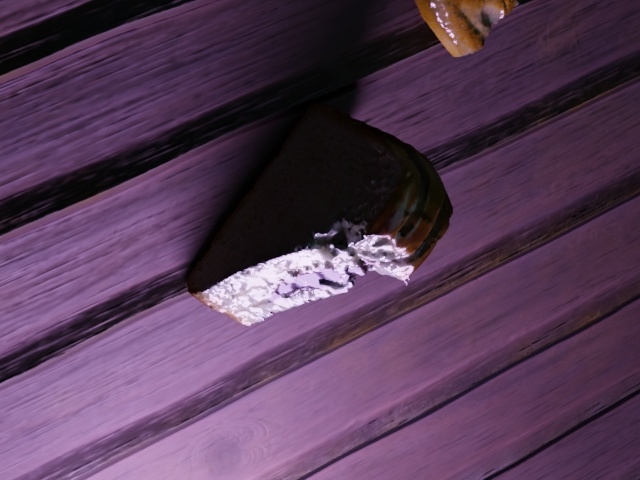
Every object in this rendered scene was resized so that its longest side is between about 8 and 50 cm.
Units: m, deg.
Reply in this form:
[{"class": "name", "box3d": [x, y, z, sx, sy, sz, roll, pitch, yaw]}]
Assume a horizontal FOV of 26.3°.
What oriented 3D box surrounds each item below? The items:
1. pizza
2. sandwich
[{"class": "pizza", "box3d": [0.215, -0.368, 1.608, 0.288, 0.075, 0.280, -28, 127, -19]}, {"class": "sandwich", "box3d": [-0.003, -0.002, 1.529, 0.099, 0.254, 0.288, 34, 94, -42]}]
